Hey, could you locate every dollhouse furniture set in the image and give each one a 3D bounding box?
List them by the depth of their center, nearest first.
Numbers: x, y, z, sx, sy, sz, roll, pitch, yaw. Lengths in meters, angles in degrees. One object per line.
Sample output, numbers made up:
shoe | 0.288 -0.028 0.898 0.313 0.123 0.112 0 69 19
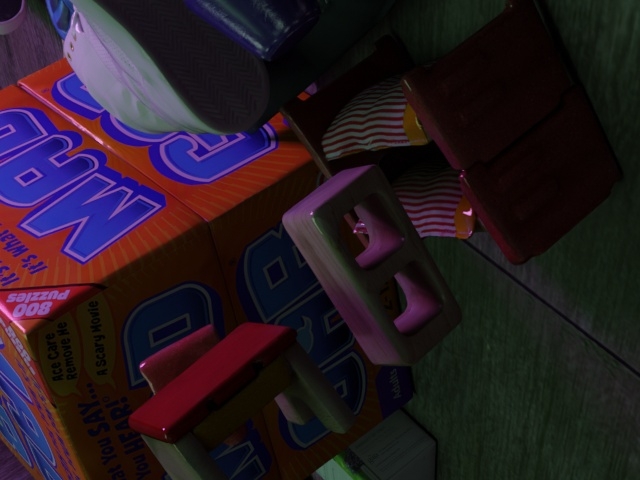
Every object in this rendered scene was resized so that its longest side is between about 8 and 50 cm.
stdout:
dollhouse furniture set | 0.000 0.000 0.840 0.152 0.374 0.201 58 155 -14

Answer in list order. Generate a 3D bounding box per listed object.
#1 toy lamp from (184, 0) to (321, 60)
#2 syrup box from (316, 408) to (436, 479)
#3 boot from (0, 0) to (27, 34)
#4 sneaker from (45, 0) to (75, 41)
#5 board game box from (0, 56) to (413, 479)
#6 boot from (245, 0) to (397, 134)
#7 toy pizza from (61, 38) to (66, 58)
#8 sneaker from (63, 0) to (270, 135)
toy lamp | -0.105 -0.231 0.783 0.274 0.080 0.080 50 156 1
syrup box | 0.018 0.204 1.399 0.237 0.096 0.093 40 151 32
boot | -0.462 -0.355 1.644 0.244 0.088 0.176 62 158 10
sneaker | -0.262 -0.281 1.368 0.082 0.069 0.209 23 139 46
board game box | -0.172 0.046 1.242 0.356 0.356 0.356 34 147 42
boot | -0.067 -0.296 0.907 0.367 0.146 0.445 60 161 -2
toy pizza | -0.277 -0.180 1.566 0.201 0.032 0.201 43 153 29
sneaker | -0.174 -0.195 0.929 0.169 0.108 0.292 1 129 59
